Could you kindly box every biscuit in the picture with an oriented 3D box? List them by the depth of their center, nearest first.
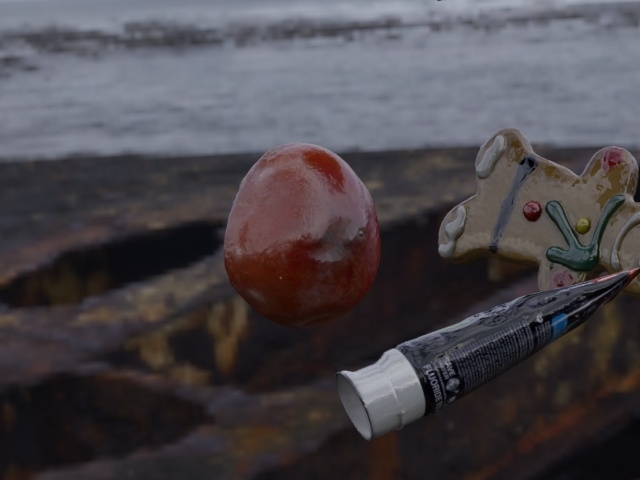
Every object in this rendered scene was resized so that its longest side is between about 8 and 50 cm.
[{"bbox_3d":[0.283,-0.020,1.981,0.301,0.197,0.049,22,0,30],"label":"biscuit"}]

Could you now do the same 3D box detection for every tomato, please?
[{"bbox_3d":[0.000,0.000,1.443,0.156,0.155,0.069,-10,8,-39],"label":"tomato"}]

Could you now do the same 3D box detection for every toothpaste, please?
[{"bbox_3d":[0.103,0.062,1.050,0.193,0.045,0.071,-23,-14,-16],"label":"toothpaste"}]
